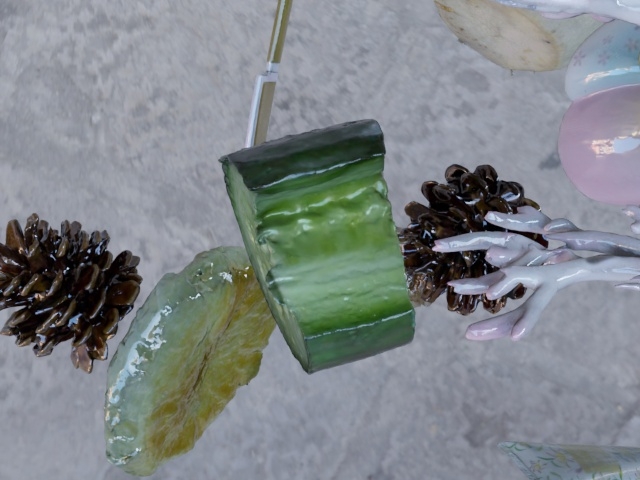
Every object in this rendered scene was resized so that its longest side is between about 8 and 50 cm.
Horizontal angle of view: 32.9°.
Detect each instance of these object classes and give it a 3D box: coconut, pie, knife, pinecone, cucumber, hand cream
[{"bbox_3d":[0.248,-0.324,1.176,0.245,0.245,0.247,37,80,-23],"label":"coconut"},{"bbox_3d":[-0.155,0.140,1.298,0.071,0.306,0.306,32,105,23],"label":"pie"},{"bbox_3d":[-0.060,-0.167,1.148,0.022,0.046,0.256,15,103,14],"label":"knife"},{"bbox_3d":[-0.344,0.058,1.383,0.212,0.186,0.168,18,147,-18],"label":"pinecone"},{"bbox_3d":[0.001,0.003,0.866,0.130,0.191,0.191,-15,113,-1],"label":"cucumber"},{"bbox_3d":[0.131,0.002,0.970,0.120,0.140,0.140,-26,118,-37],"label":"pinecone"},{"bbox_3d":[0.226,0.179,0.841,0.194,0.067,0.042,11,114,-33],"label":"hand cream"}]

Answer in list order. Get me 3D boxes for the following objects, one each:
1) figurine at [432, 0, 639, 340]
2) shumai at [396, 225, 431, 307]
[{"bbox_3d":[0.211,-0.058,0.663,0.284,0.316,0.206,4,101,0],"label":"figurine"},{"bbox_3d":[0.067,0.046,1.279,0.145,0.145,0.116,44,75,-23],"label":"shumai"}]
